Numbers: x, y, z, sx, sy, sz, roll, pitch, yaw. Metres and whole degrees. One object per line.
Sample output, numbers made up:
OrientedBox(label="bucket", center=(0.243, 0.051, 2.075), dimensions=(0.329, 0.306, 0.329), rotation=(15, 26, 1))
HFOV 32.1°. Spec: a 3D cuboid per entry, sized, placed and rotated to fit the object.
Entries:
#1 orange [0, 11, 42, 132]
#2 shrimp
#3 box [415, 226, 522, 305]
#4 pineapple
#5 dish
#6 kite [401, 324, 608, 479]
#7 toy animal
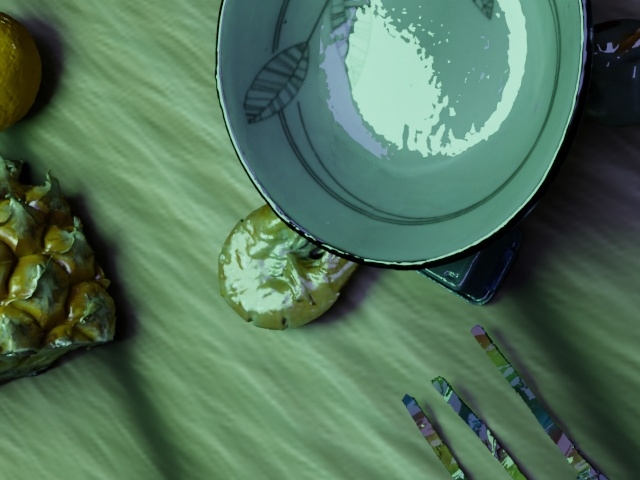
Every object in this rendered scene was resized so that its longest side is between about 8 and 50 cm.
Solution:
OrientedBox(label="orange", center=(-0.354, -0.171, 1.144), dimensions=(0.135, 0.117, 0.135), rotation=(5, 67, -12))
OrientedBox(label="shrimp", center=(0.001, 0.001, 0.960), dimensions=(0.217, 0.051, 0.115), rotation=(-32, 76, 22))
OrientedBox(label="box", center=(0.103, 0.002, 0.898), dimensions=(0.099, 0.054, 0.074), rotation=(31, 101, 28))
OrientedBox(label="pineapple", center=(-0.398, 0.011, 1.091), dimensions=(0.344, 0.209, 0.286), rotation=(-21, 74, 27))
OrientedBox(label="dish", center=(0.072, -0.138, 0.845), dimensions=(0.316, 0.106, 0.316), rotation=(4, 97, 32))
OrientedBox(label="kite", center=(0.172, 0.204, 0.858), dimensions=(0.152, 0.015, 0.285), rotation=(-41, 69, 16))
OrientedBox(label="toy animal", center=(0.237, -0.115, 0.806), dimensions=(0.236, 0.108, 0.138), rotation=(2, 85, 30))
